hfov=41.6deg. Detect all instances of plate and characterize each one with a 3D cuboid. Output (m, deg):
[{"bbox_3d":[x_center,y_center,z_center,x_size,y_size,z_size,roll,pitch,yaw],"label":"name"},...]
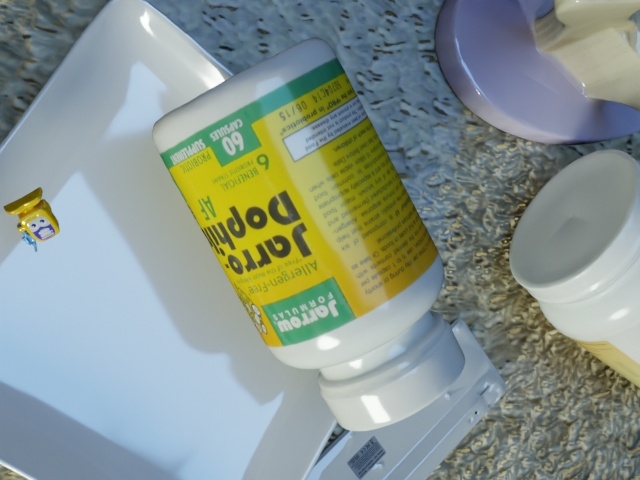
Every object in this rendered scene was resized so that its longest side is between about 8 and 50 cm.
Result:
[{"bbox_3d":[-0.093,0.034,0.536,0.277,0.045,0.278,37,72,-18],"label":"plate"}]

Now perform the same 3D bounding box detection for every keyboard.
[{"bbox_3d":[0.038,0.164,0.610,0.256,0.014,0.072,-41,99,-22],"label":"keyboard"}]

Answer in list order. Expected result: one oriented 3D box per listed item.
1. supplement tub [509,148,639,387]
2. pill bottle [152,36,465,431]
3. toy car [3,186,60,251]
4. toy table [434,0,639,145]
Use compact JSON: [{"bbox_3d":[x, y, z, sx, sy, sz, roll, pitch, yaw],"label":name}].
[{"bbox_3d":[0.260,0.035,0.649,0.200,0.144,0.144,34,73,-20],"label":"supplement tub"},{"bbox_3d":[0.000,0.000,0.493,0.117,0.117,0.208,-32,101,-24],"label":"pill bottle"},{"bbox_3d":[-0.178,0.031,0.442,0.122,0.060,0.040,-40,135,-15],"label":"toy car"},{"bbox_3d":[0.245,-0.175,0.648,0.274,0.161,0.252,-21,96,-24],"label":"toy table"}]
